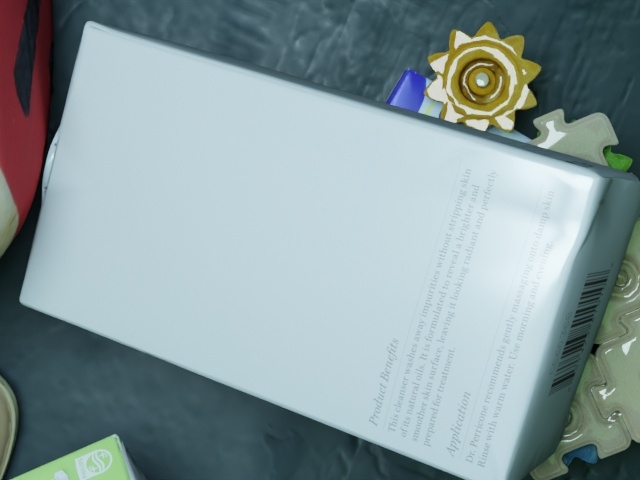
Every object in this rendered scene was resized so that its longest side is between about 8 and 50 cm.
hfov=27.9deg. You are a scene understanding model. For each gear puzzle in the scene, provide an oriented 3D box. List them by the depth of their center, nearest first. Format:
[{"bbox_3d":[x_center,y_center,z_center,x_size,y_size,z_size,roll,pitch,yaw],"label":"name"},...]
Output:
[{"bbox_3d":[0.162,0.001,0.963,0.176,0.044,0.338,-24,89,8],"label":"gear puzzle"}]

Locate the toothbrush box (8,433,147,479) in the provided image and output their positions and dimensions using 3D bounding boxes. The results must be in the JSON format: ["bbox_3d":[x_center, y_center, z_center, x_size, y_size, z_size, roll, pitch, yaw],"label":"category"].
[{"bbox_3d":[-0.229,0.292,0.931,0.283,0.206,0.122,-22,47,-3],"label":"toothbrush box"}]

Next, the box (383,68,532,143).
[{"bbox_3d":[0.092,-0.045,1.016,0.137,0.072,0.126,30,89,0],"label":"box"}]

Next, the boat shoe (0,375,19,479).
[{"bbox_3d":[-0.358,0.242,0.994,0.122,0.110,0.341,36,90,0],"label":"boat shoe"}]

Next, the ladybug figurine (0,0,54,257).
[{"bbox_3d":[-0.277,-0.131,0.872,0.162,0.305,0.449,-4,55,1],"label":"ladybug figurine"}]

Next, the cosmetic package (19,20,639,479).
[{"bbox_3d":[0.000,0.000,0.901,0.385,0.156,0.217,21,100,23],"label":"cosmetic package"}]
